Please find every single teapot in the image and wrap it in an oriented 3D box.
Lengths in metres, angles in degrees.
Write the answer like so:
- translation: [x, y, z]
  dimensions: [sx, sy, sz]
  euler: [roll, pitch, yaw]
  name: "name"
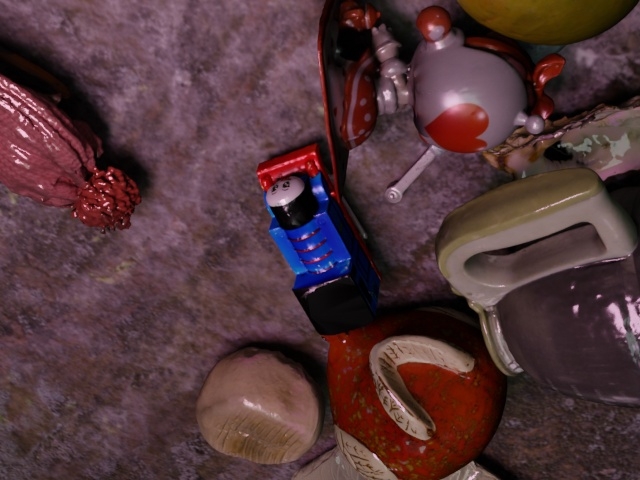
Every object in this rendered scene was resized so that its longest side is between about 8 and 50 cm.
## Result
- translation: [0.274, 0.070, 0.857]
  dimensions: [0.239, 0.239, 0.321]
  euler: [-14, 168, 35]
  name: "teapot"

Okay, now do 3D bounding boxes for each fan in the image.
- translation: [0.157, -0.141, 0.877]
  dimensions: [0.057, 0.023, 0.282]
  euler: [33, 123, -17]
  name: "fan"

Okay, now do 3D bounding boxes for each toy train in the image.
- translation: [0.000, 0.000, 0.938]
  dimensions: [0.082, 0.131, 0.204]
  euler: [-17, 122, 21]
  name: "toy train"

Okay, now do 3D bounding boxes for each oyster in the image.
- translation: [0.286, -0.106, 0.856]
  dimensions: [0.209, 0.072, 0.133]
  euler: [-25, 140, 17]
  name: "oyster"

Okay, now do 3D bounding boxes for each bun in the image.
- translation: [-0.085, 0.234, 1.136]
  dimensions: [0.178, 0.128, 0.193]
  euler: [21, 138, -6]
  name: "bun"

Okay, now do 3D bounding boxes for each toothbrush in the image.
- translation: [-0.422, -0.256, 0.887]
  dimensions: [0.321, 0.023, 0.031]
  euler: [33, 132, -14]
  name: "toothbrush"

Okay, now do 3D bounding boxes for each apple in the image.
- translation: [0.192, -0.262, 0.680]
  dimensions: [0.196, 0.196, 0.157]
  euler: [37, 163, -18]
  name: "apple"

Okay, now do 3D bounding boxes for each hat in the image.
- translation: [-0.340, -0.108, 0.933]
  dimensions: [0.286, 0.107, 0.236]
  euler: [31, 153, -13]
  name: "hat"

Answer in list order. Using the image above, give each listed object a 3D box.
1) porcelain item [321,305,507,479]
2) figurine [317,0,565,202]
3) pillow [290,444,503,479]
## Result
- translation: [0.095, 0.175, 0.992]
  dimensions: [0.253, 0.253, 0.253]
  euler: [5, 127, 6]
  name: "porcelain item"
- translation: [0.123, -0.152, 0.787]
  dimensions: [0.226, 0.160, 0.183]
  euler: [-1, 127, 10]
  name: "figurine"
- translation: [0.137, 0.391, 1.247]
  dimensions: [0.280, 0.076, 0.274]
  euler: [40, 121, -12]
  name: "pillow"
